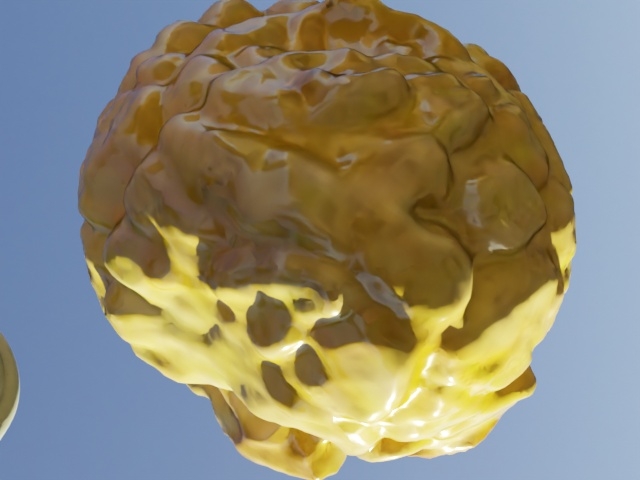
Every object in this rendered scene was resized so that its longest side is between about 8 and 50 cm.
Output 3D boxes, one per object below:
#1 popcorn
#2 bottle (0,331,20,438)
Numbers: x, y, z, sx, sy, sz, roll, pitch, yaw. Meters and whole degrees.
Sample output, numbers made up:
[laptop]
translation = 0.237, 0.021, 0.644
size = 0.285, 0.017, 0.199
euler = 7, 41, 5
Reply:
[popcorn]
translation = 0.000, 0.000, 0.535
size = 0.170, 0.180, 0.180
euler = 16, -117, -81
[bottle]
translation = -0.227, 0.099, 0.836
size = 0.104, 0.245, 0.104
euler = 13, -125, -20
